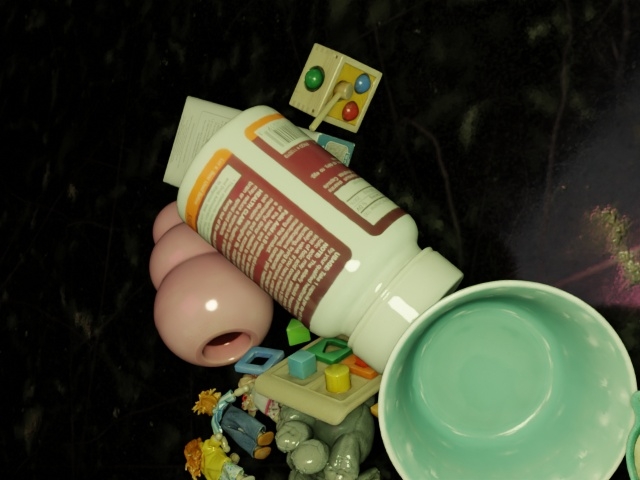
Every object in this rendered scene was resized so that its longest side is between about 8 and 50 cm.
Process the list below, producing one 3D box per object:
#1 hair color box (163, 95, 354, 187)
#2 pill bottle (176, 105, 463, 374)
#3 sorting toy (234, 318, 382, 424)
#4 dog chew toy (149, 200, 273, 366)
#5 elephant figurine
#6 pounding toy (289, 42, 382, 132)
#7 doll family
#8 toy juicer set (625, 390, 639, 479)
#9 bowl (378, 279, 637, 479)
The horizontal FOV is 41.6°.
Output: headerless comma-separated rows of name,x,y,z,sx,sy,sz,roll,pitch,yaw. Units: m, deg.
hair color box,-0.119,-0.137,1.510,0.347,0.105,0.173,22,98,40
pill bottle,0.000,0.000,1.239,0.392,0.224,0.224,40,109,13
sorting toy,0.023,0.190,1.292,0.348,0.196,0.047,13,123,40
dog chew toy,-0.210,0.058,1.502,0.206,0.207,0.331,-44,49,25
elephant figurine,0.003,0.358,1.306,0.169,0.186,0.239,-96,4,-52
pounding toy,0.022,-0.241,1.389,0.100,0.141,0.130,32,103,38
doll family,-0.157,0.339,1.451,0.163,0.118,0.262,27,100,39
toy juicer set,0.419,0.262,0.917,0.209,0.090,0.328,10,107,63
bowl,0.226,0.190,1.087,0.312,0.163,0.311,0,97,1
